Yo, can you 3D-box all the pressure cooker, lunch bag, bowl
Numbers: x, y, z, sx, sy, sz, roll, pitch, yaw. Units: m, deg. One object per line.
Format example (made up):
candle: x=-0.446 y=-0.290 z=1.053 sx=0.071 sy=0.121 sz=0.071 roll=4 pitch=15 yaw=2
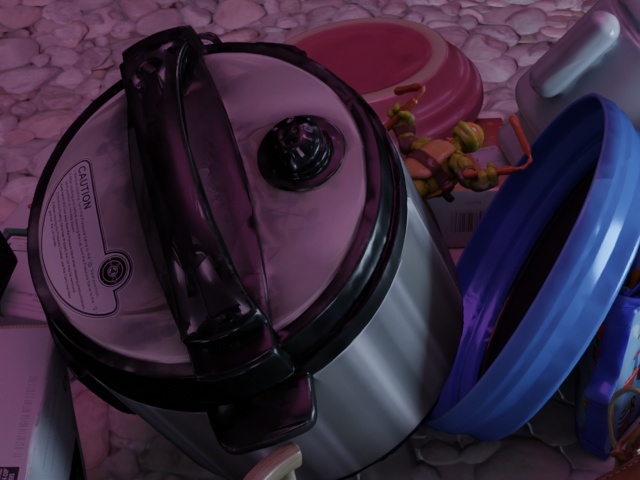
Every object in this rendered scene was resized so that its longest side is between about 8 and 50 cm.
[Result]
pressure cooker: x=-0.073 y=0.013 z=1.470 sx=0.370 sy=0.420 sz=0.375 roll=25 pitch=75 yaw=26
lunch bag: x=0.330 y=0.074 z=1.655 sx=0.138 sy=0.221 sz=0.293 roll=17 pitch=41 yaw=16
bowl: x=0.225 y=0.033 z=1.614 sx=0.077 sy=0.391 sz=0.391 roll=28 pitch=37 yaw=-8

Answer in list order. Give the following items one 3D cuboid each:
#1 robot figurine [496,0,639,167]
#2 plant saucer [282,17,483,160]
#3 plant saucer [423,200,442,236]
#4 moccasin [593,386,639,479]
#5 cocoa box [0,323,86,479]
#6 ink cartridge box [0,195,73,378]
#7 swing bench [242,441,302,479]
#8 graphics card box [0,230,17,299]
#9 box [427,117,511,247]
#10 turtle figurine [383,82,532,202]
robot figurine: x=0.381 y=-0.193 z=1.869 sx=0.300 sy=0.353 sz=0.200 roll=12 pitch=41 yaw=-48
plant saucer: x=0.049 y=-0.207 z=2.038 sx=0.332 sy=0.084 sz=0.332 roll=-7 pitch=32 yaw=4
plant saucer: x=0.000 y=0.000 z=1.812 sx=0.311 sy=0.050 sz=0.310 roll=4 pitch=63 yaw=-8
moccasin: x=0.360 y=0.221 z=1.530 sx=0.380 sy=0.139 sz=0.147 roll=-25 pitch=41 yaw=-29
cocoa box: x=-0.357 y=0.271 z=1.415 sx=0.228 sy=0.231 sz=0.347 roll=-3 pitch=36 yaw=0
ink cartridge box: x=-0.326 y=0.051 z=1.832 sx=0.160 sy=0.092 sz=0.219 roll=9 pitch=39 yaw=15
swing bench: x=0.024 y=0.348 z=1.276 sx=0.255 sy=0.253 sz=0.165 roll=21 pitch=42 yaw=29
graphics card box: x=-0.555 y=0.004 z=1.703 sx=0.371 sy=0.233 sz=0.094 roll=-15 pitch=32 yaw=18
box: x=0.182 y=-0.076 z=1.985 sx=0.130 sy=0.091 sz=0.170 roll=-3 pitch=37 yaw=-1
turtle figurine: x=0.109 y=-0.081 z=1.783 sx=0.217 sy=0.087 sz=0.269 roll=-36 pitch=40 yaw=-13
